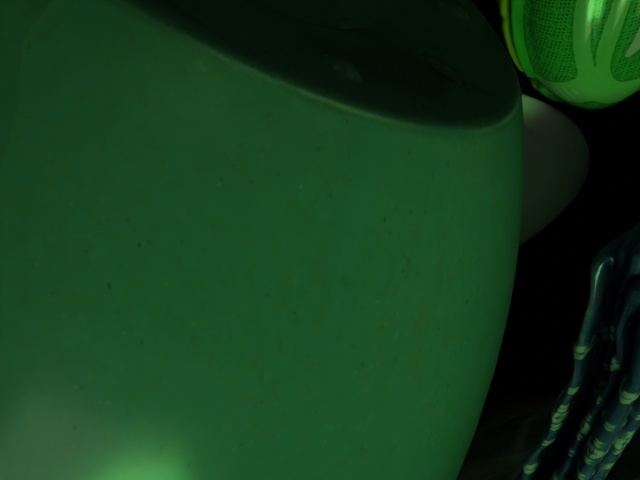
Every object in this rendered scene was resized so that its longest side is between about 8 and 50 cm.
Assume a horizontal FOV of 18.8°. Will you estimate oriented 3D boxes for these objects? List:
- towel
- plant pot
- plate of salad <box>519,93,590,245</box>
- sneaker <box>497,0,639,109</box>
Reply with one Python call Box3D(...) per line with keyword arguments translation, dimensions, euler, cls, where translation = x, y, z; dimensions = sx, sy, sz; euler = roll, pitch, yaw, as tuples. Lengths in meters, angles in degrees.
Box3D(translation=(0.129, 0.041, 0.780), dimensions=(0.243, 0.040, 0.336), euler=(-48, 166, -36), cls="towel")
Box3D(translation=(-0.091, 0.008, 0.458), dimensions=(0.293, 0.293, 0.235), euler=(11, 121, -44), cls="plant pot")
Box3D(translation=(0.000, 0.000, 0.688), dimensions=(0.200, 0.048, 0.200), euler=(-9, 157, -4), cls="plate of salad")
Box3D(translation=(0.174, -0.129, 0.564), dimensions=(0.295, 0.123, 0.109), euler=(-37, 147, 23), cls="sneaker")
